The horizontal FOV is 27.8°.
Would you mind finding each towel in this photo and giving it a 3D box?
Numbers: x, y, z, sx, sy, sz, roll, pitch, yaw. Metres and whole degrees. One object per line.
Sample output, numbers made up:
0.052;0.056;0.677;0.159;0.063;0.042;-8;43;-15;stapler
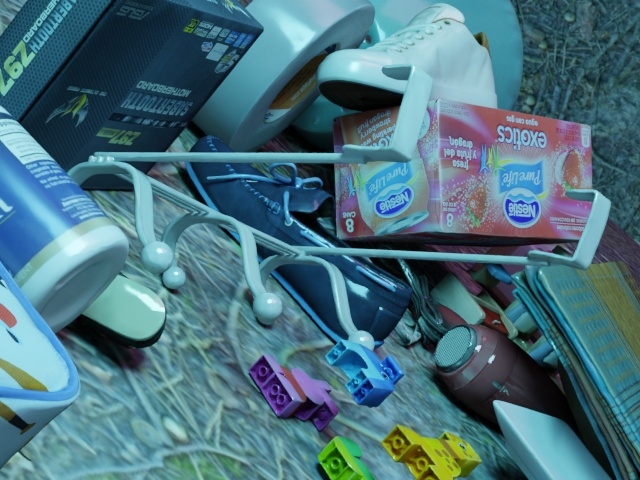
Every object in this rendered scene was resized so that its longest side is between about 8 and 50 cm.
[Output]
0.316;0.141;1.295;0.271;0.040;0.370;63;22;12;towel

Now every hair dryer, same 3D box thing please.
0.158;0.101;1.322;0.293;0.080;0.223;46;15;9;hair dryer

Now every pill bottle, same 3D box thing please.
-0.206;-0.026;0.790;0.169;0.094;0.094;45;17;11;pill bottle

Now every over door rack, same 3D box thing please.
0.000;0.000;0.906;0.239;0.324;0.108;26;62;-45;over door rack

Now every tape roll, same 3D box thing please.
-0.043;-0.187;1.349;0.072;0.219;0.219;45;17;8;tape roll

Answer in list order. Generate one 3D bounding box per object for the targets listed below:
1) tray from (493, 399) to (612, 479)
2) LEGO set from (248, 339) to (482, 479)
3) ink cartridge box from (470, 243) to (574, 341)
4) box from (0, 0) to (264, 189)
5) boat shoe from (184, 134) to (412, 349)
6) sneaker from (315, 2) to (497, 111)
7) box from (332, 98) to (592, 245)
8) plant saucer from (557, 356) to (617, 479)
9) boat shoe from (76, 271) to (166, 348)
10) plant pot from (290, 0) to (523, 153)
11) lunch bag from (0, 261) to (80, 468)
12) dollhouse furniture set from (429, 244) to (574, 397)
0.248;0.252;1.105;0.145;0.030;0.270;24;24;-51;tray
0.057;0.155;0.944;0.093;0.087;0.227;18;30;-53;LEGO set
0.334;0.096;1.722;0.235;0.088;0.193;49;17;21;ink cartridge box
-0.160;-0.122;0.979;0.059;0.183;0.232;47;16;15;box
-0.015;-0.013;1.200;0.258;0.089;0.109;44;16;9;boat shoe
0.092;-0.202;1.412;0.106;0.123;0.290;-1;0;36;sneaker
0.167;-0.068;1.466;0.300;0.154;0.142;3;85;-47;box
0.319;0.213;1.349;0.278;0.041;0.278;54;17;-26;plant saucer
-0.161;0.027;0.858;0.133;0.049;0.042;34;-20;5;boat shoe
0.070;-0.225;1.624;0.235;0.293;0.293;-8;50;-52;plant pot
-0.253;0.005;0.579;0.303;0.115;0.243;49;16;26;lunch bag
0.249;0.083;1.484;0.183;0.129;0.129;25;23;-47;dollhouse furniture set
